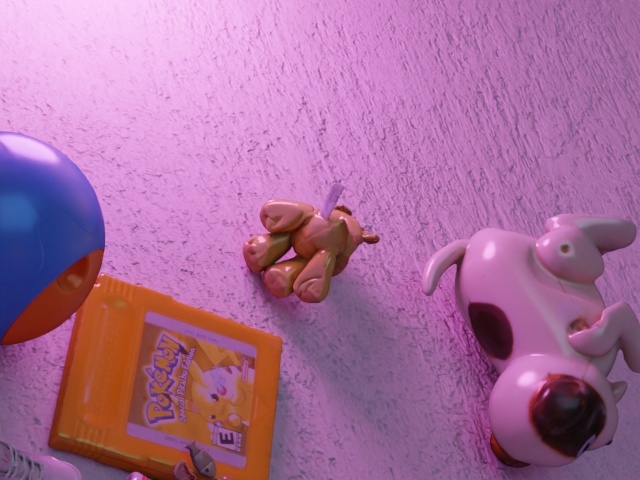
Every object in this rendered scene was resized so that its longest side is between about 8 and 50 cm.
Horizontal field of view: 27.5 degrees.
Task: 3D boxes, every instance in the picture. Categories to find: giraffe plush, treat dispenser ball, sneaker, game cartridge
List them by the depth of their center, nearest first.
[{"bbox_3d":[-0.407,0.299,1.672,0.232,0.115,0.090,10,55,-29],"label":"sneaker"},{"bbox_3d":[-0.432,-0.003,1.744,0.288,0.288,0.288,18,52,-24],"label":"treat dispenser ball"},{"bbox_3d":[-0.215,0.215,1.908,0.324,0.053,0.285,22,50,-22],"label":"game cartridge"},{"bbox_3d":[0.000,0.000,2.146,0.181,0.210,0.170,46,12,16],"label":"giraffe plush"}]

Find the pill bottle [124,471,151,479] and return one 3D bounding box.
[{"bbox_3d":[-0.209,0.389,1.767,0.160,0.087,0.087,35,47,-10],"label":"pill bottle"}]

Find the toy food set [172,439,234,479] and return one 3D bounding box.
[{"bbox_3d":[-0.159,0.346,1.821,0.122,0.019,0.078,48,65,-10],"label":"toy food set"}]

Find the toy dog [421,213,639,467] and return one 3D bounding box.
[{"bbox_3d":[0.380,0.176,2.190,0.395,0.284,0.408,13,55,-26],"label":"toy dog"}]
